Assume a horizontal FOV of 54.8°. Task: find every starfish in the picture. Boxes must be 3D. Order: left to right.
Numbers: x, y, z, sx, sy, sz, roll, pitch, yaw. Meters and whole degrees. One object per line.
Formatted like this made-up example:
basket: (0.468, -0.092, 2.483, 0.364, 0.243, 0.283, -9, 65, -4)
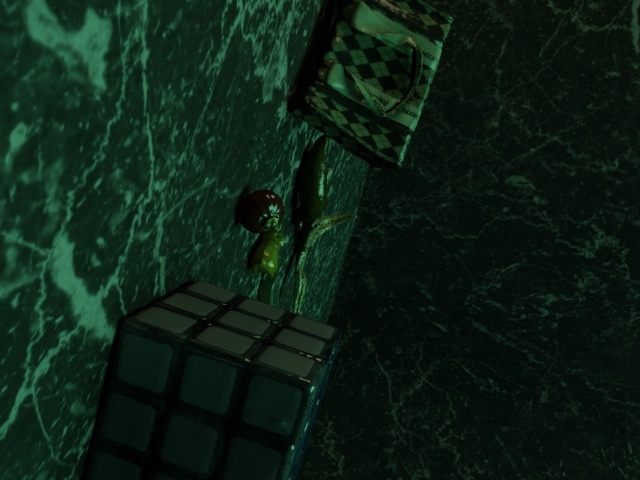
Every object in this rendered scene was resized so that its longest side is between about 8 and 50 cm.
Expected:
starfish: (-0.010, -0.006, 2.115, 0.398, 0.132, 0.384, -54, 165, -41)

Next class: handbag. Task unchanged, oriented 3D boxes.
handbag: (0.120, -0.421, 1.496, 0.180, 0.316, 0.416, 8, -103, 59)

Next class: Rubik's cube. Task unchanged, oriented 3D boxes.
Rubik's cube: (-0.160, 0.270, 1.022, 0.301, 0.303, 0.305, -32, 138, -78)

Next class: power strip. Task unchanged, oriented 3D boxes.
power strip: (-0.154, 0.184, 1.842, 0.286, 0.048, 0.080, 96, 13, -51)

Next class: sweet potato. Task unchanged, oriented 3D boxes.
sweet potato: (-0.022, -0.153, 1.820, 0.124, 0.098, 0.310, -101, -161, -59)

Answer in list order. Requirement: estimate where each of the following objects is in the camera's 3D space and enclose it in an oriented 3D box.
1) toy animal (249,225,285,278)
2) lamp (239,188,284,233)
toy animal: (-0.127, 0.010, 1.562, 0.083, 0.070, 0.159, 93, 12, -57)
lamp: (-0.125, -0.061, 1.310, 0.101, 0.090, 0.101, -23, 138, -22)
